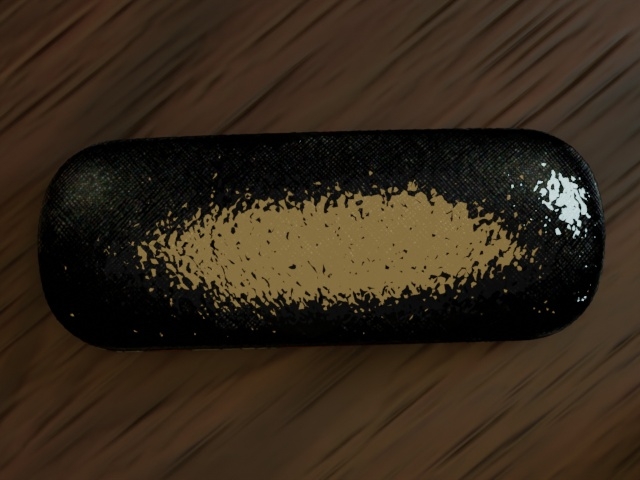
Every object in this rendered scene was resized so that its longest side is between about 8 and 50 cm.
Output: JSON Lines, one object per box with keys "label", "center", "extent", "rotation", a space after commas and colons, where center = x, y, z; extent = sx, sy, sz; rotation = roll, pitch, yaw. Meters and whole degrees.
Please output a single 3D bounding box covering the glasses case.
{"label": "glasses case", "center": [0.000, 0.000, 0.851], "extent": [0.266, 0.067, 0.103], "rotation": [-1, 84, 2]}
